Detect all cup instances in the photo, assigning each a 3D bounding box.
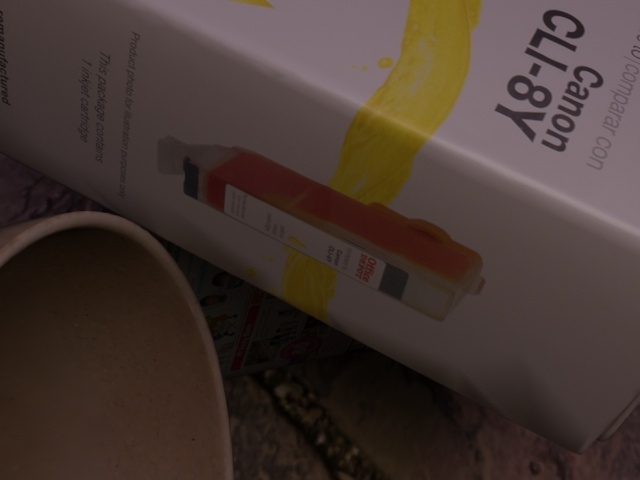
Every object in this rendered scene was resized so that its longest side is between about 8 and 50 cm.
[{"bbox_3d":[-0.210,0.155,0.475,0.237,0.331,0.331,-2,47,16],"label":"cup"}]

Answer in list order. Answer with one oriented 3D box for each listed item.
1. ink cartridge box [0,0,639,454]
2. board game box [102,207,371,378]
[{"bbox_3d":[0.041,-0.107,0.532,0.384,0.160,0.279,27,50,6],"label":"ink cartridge box"},{"bbox_3d":[0.000,0.000,0.686,0.303,0.224,0.097,-9,57,-22],"label":"board game box"}]
